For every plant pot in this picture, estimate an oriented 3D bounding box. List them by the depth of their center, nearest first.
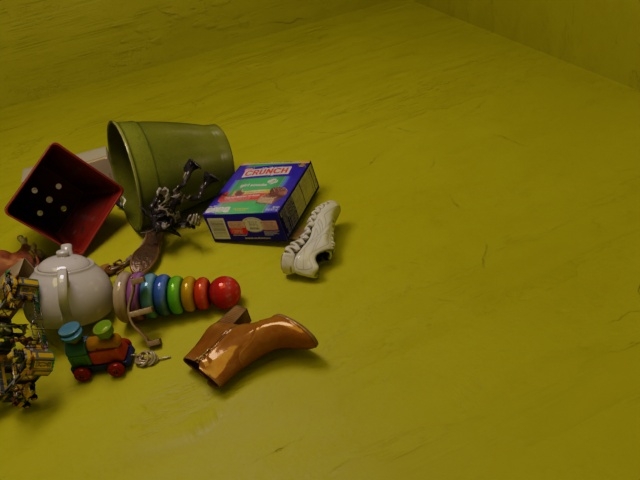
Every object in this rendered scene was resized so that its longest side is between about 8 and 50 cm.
[{"bbox_3d":[-0.902,0.138,1.764,0.096,0.109,0.109,-24,36,5],"label":"plant pot"},{"bbox_3d":[-0.865,-0.136,1.950,0.235,0.267,0.268,7,64,52],"label":"plant pot"},{"bbox_3d":[-0.493,-0.249,2.006,0.352,0.367,0.366,-15,35,-26],"label":"plant pot"}]

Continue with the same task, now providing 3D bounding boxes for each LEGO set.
[{"bbox_3d":[-0.795,0.238,1.410,0.255,0.192,0.332,-36,59,27],"label":"LEGO set"}]

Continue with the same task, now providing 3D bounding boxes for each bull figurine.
[{"bbox_3d":[-1.038,0.069,1.868,0.310,0.101,0.188,2,35,-6],"label":"bull figurine"}]

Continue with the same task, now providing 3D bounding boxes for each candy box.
[{"bbox_3d":[-0.183,-0.133,1.914,0.268,0.122,0.317,0,36,22],"label":"candy box"}]

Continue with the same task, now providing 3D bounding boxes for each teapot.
[{"bbox_3d":[-0.689,0.118,1.606,0.255,0.187,0.252,7,18,24],"label":"teapot"}]

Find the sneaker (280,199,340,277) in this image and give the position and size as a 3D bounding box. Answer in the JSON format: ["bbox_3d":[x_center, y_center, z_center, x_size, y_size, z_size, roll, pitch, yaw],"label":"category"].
[{"bbox_3d":[0.000,0.000,1.725,0.118,0.110,0.292,17,52,21],"label":"sneaker"}]

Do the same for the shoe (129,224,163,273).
[{"bbox_3d":[-0.535,0.039,1.845,0.076,0.058,0.219,12,42,-3],"label":"shoe"}]

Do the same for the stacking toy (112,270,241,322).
[{"bbox_3d":[-0.381,0.142,1.605,0.330,0.141,0.141,-5,36,1],"label":"stacking toy"}]

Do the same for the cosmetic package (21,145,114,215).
[{"bbox_3d":[-0.920,-0.222,2.198,0.309,0.160,0.113,-20,38,-10],"label":"cosmetic package"}]

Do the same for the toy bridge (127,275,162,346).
[{"bbox_3d":[-0.465,0.184,1.529,0.063,0.188,0.026,-15,2,-2],"label":"toy bridge"}]

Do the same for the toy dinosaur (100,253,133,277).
[{"bbox_3d":[-0.668,0.097,1.804,0.211,0.064,0.112,-14,16,-18],"label":"toy dinosaur"}]

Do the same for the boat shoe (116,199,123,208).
[{"bbox_3d":[-0.691,-0.168,2.161,0.040,0.049,0.142,11,43,27],"label":"boat shoe"}]

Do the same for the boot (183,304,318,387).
[{"bbox_3d":[-0.170,0.270,1.411,0.295,0.104,0.211,11,46,34],"label":"boot"}]

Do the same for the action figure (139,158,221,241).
[{"bbox_3d":[-0.436,-0.111,1.800,0.276,0.164,0.141,-55,25,-6],"label":"action figure"}]

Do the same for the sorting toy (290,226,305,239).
[{"bbox_3d":[-0.093,-0.024,1.845,0.083,0.012,0.062,10,39,26],"label":"sorting toy"}]

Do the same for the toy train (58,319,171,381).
[{"bbox_3d":[-0.511,0.255,1.467,0.247,0.144,0.105,-9,37,3],"label":"toy train"}]
